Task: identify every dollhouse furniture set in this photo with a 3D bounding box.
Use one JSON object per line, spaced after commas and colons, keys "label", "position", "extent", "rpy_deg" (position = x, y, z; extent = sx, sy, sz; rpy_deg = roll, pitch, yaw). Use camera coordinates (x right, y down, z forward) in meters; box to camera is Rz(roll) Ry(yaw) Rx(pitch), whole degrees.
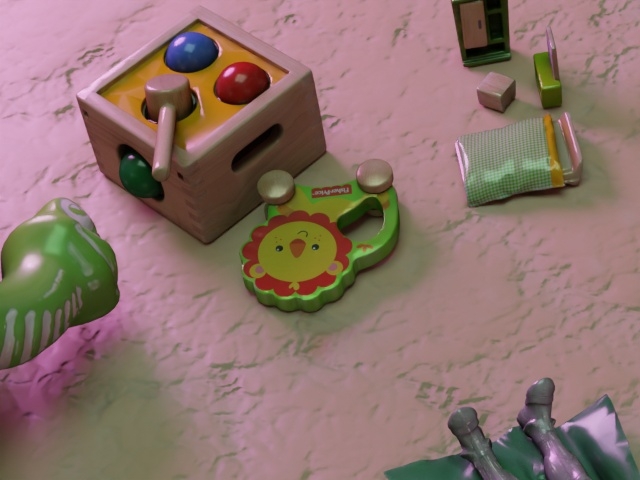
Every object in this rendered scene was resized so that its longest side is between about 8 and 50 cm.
{"label": "dollhouse furniture set", "position": [0.118, -0.097, 1.268], "extent": [0.076, 0.058, 0.151], "rpy_deg": [-10, 46, 3]}

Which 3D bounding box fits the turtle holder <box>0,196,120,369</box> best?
{"label": "turtle holder", "position": [-0.301, -0.019, 1.156], "extent": [0.320, 0.243, 0.227], "rpy_deg": [-12, 26, 14]}

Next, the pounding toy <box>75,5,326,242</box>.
{"label": "pounding toy", "position": [-0.082, -0.073, 1.256], "extent": [0.141, 0.100, 0.130], "rpy_deg": [-39, 51, -24]}

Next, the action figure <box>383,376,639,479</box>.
{"label": "action figure", "position": [0.143, 0.173, 1.009], "extent": [0.137, 0.063, 0.232], "rpy_deg": [-21, 50, -13]}

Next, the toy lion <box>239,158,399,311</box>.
{"label": "toy lion", "position": [0.000, 0.000, 1.222], "extent": [0.100, 0.034, 0.096], "rpy_deg": [-7, 53, 4]}
